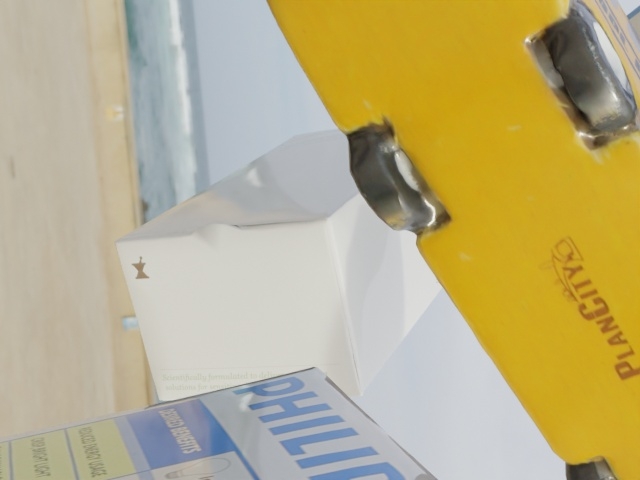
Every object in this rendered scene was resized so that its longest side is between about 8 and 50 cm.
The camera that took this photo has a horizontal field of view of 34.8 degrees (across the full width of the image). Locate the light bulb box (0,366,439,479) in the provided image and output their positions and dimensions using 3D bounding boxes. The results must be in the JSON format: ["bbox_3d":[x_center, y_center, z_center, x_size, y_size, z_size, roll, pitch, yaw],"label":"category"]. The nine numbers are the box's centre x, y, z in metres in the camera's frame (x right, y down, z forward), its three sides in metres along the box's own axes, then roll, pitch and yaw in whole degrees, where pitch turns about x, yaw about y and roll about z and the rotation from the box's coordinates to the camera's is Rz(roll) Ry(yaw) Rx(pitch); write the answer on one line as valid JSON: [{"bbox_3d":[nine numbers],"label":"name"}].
[{"bbox_3d":[-0.104,0.215,0.259,0.358,0.361,0.225,-152,-126,-69],"label":"light bulb box"}]

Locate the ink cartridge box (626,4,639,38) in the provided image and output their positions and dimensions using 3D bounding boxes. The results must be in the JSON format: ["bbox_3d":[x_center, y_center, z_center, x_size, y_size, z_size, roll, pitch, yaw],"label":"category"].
[{"bbox_3d":[0.381,-0.030,0.899,0.285,0.395,0.166,-38,-144,53],"label":"ink cartridge box"}]

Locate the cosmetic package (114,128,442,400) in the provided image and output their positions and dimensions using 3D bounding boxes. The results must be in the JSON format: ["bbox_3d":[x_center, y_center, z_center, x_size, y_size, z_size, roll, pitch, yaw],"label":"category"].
[{"bbox_3d":[0.000,0.000,0.945,0.365,0.197,0.155,-41,123,-59],"label":"cosmetic package"}]

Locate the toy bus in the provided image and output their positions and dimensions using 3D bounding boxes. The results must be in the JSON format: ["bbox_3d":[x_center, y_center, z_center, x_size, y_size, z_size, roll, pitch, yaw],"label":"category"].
[{"bbox_3d":[0.111,-0.014,0.449,0.332,0.108,0.130,55,28,-15],"label":"toy bus"}]
